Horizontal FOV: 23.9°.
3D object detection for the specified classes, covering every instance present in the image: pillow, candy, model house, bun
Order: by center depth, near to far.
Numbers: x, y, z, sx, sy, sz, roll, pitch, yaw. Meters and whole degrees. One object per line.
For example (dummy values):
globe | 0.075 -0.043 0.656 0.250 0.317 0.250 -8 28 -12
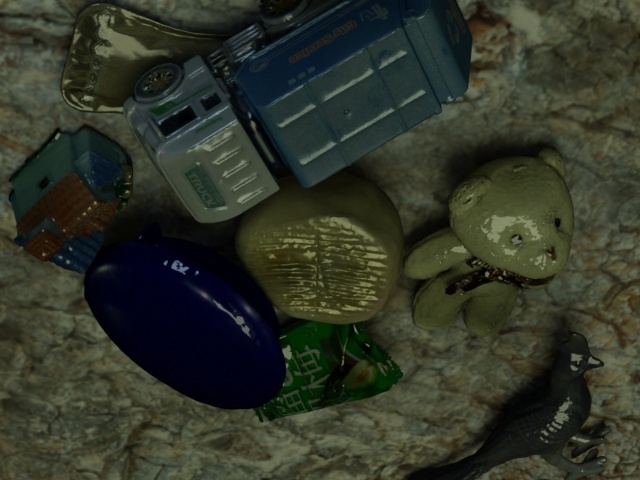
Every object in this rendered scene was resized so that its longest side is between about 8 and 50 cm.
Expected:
pillow | -0.167 -0.181 1.639 0.217 0.033 0.130 11 118 -18
model house | -0.273 -0.025 1.666 0.148 0.149 0.119 -39 123 21
bun | 0.000 0.000 1.746 0.193 0.128 0.178 4 126 2
candy | -0.010 0.156 1.888 0.203 0.078 0.141 -15 116 17

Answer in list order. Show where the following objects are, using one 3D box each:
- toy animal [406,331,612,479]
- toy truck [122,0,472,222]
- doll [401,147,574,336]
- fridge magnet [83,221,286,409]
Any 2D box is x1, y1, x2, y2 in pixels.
toy animal | 0.294 0.256 2.008 0.205 0.081 0.367 21 128 -27
toy truck | -0.016 -0.164 1.574 0.367 0.175 0.146 -31 128 2
doll | 0.208 0.028 1.799 0.175 0.149 0.278 -23 149 -33
fridge magnet | -0.153 0.094 1.745 0.265 0.113 0.265 24 146 17
